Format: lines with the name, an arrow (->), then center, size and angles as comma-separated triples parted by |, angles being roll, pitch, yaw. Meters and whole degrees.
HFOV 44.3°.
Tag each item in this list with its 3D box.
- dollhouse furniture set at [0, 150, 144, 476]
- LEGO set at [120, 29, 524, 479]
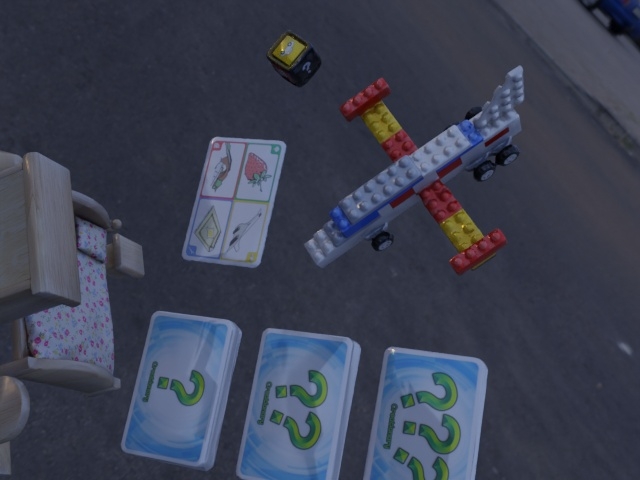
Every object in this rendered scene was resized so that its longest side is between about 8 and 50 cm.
dollhouse furniture set -> -0.212, 0.073, 0.741 | 0.355, 0.174, 0.303 | 37, 39, -62
LEGO set -> 0.000, 0.000, 0.396 | 0.060, 0.183, 0.244 | 46, 53, -64
